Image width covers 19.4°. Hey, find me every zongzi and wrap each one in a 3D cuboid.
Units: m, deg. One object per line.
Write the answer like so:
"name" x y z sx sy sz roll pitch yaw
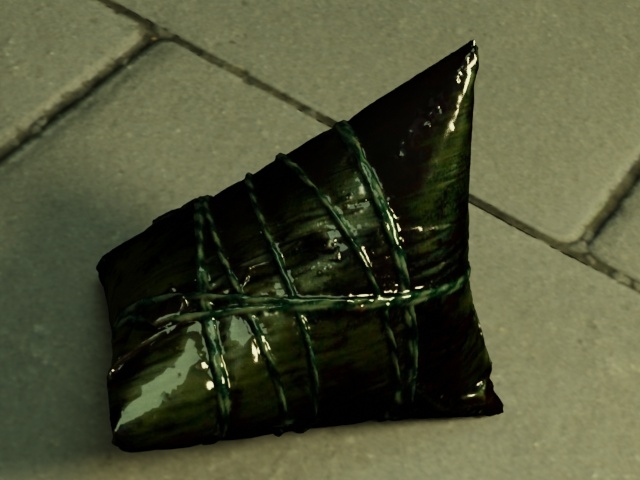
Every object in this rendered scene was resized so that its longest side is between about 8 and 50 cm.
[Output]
"zongzi" 0.000 0.000 1.571 0.383 0.362 0.319 -1 26 -14
